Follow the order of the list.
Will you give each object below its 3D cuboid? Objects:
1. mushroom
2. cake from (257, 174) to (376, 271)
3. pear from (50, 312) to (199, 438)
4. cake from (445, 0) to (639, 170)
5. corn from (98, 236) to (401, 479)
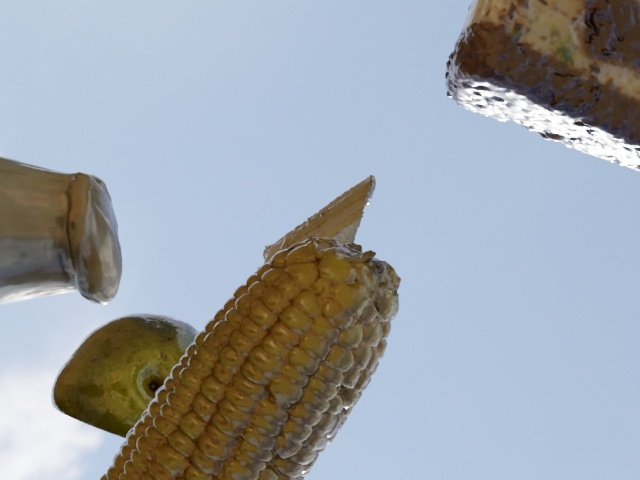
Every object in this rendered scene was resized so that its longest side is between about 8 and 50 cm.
[{"bbox_3d":[-0.277,-0.029,1.000,0.097,0.351,0.109,-78,-175,-73],"label":"mushroom"},{"bbox_3d":[0.000,0.000,1.316,0.052,0.065,0.121,-73,-171,-46],"label":"cake"},{"bbox_3d":[-0.145,0.110,1.505,0.141,0.141,0.104,13,-96,56],"label":"pear"},{"bbox_3d":[0.191,-0.099,1.036,0.246,0.135,0.112,22,-92,19],"label":"cake"},{"bbox_3d":[-0.064,0.125,0.950,0.313,0.102,0.102,-59,-153,16],"label":"corn"}]
